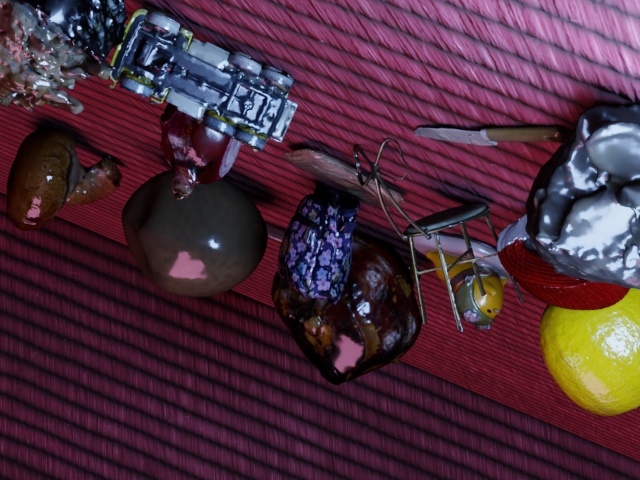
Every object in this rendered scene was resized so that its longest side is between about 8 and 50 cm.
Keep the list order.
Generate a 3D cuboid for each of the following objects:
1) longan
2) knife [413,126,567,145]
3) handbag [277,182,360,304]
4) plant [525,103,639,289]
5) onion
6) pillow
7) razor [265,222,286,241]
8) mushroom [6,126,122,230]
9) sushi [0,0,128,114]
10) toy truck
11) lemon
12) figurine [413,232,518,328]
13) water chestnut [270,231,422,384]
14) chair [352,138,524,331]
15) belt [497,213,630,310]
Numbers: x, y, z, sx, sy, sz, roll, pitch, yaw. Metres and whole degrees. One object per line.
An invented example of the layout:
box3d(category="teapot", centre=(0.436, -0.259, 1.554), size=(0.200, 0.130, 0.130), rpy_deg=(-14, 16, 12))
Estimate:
box3d(category="longan", centre=(-0.271, -0.019, 2.427), size=(0.288, 0.288, 0.350), rpy_deg=(33, 170, -39))
box3d(category="knife", centre=(0.222, -0.141, 1.556), size=(0.047, 0.017, 0.298), rpy_deg=(24, 169, -37))
box3d(category="handbag", centre=(0.000, 0.000, 2.124), size=(0.127, 0.207, 0.229), rpy_deg=(12, -172, -14))
box3d(category="plant", centre=(0.351, -0.043, 1.326), size=(0.199, 0.188, 0.276), rpy_deg=(23, 168, -5))
box3d(category="onion", centre=(-0.210, -0.159, 1.869), size=(0.135, 0.198, 0.173), rpy_deg=(27, 151, 12))
box3d(category="pillow", centre=(0.042, -0.109, 1.998), size=(0.211, 0.034, 0.135), rpy_deg=(27, 167, -23))
box3d(category="razor", centre=(-0.141, -0.026, 2.686), size=(0.278, 0.056, 0.111), rpy_deg=(14, 168, 9))
box3d(category="mushroom", centre=(-0.622, -0.133, 2.639), size=(0.254, 0.267, 0.267), rpy_deg=(22, 168, 7))
box3d(category="sushi", centre=(-0.387, -0.288, 1.485), size=(0.238, 0.219, 0.225), rpy_deg=(26, 155, 39))
box3d(category="toy truck", centre=(-0.175, -0.230, 1.675), size=(0.272, 0.124, 0.157), rpy_deg=(24, 179, -18))
box3d(category="lemon", centre=(0.468, 0.148, 1.862), size=(0.219, 0.240, 0.240), rpy_deg=(52, 164, -5))
box3d(category="figurine", centre=(0.265, 0.082, 2.155), size=(0.250, 0.141, 0.166), rpy_deg=(16, 167, 32))
box3d(category="water chestnut", centre=(0.079, 0.117, 2.411), size=(0.335, 0.347, 0.335), rpy_deg=(36, 142, 34))
box3d(category="chair", centre=(0.194, -0.027, 1.846), size=(0.160, 0.170, 0.325), rpy_deg=(3, 113, 69))
box3d(category="belt", centre=(0.379, 0.035, 1.762), size=(0.201, 0.128, 0.124), rpy_deg=(12, 162, 40))
